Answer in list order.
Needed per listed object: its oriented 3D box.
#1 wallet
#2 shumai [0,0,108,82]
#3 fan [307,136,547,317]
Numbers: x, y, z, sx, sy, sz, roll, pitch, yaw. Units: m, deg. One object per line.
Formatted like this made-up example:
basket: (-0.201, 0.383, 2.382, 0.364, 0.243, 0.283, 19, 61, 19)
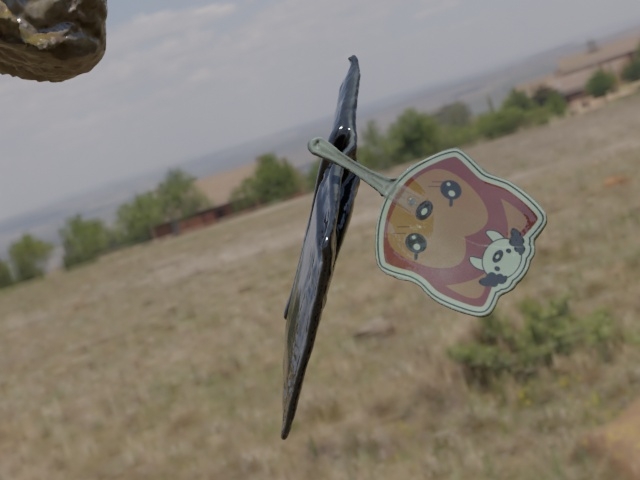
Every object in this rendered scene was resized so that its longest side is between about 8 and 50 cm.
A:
wallet: (0.000, 0.000, 1.345, 0.041, 0.247, 0.323, 12, 36, -6)
shumai: (-0.319, -0.324, 1.278, 0.346, 0.283, 0.217, 24, -10, -21)
fan: (0.082, -0.030, 1.202, 0.132, 0.220, 0.009, -55, -9, -16)
